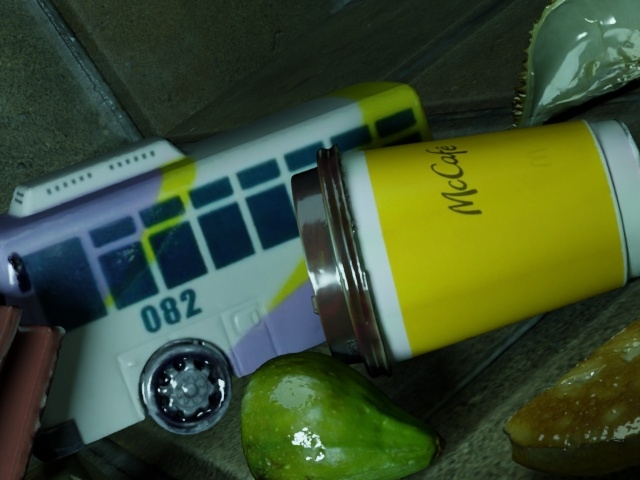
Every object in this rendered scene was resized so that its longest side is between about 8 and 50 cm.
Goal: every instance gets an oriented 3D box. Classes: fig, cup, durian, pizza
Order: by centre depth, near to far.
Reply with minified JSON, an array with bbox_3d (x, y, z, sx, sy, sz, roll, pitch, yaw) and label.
[{"bbox_3d":[0.208,0.106,0.827,0.175,0.046,0.134,-15,25,45],"label":"pizza"},{"bbox_3d":[0.018,0.142,0.960,0.156,0.123,0.123,-11,25,25],"label":"fig"},{"bbox_3d":[0.119,-0.004,1.025,0.280,0.196,0.196,-13,19,5],"label":"cup"},{"bbox_3d":[0.323,-0.213,1.491,0.252,0.144,0.139,-19,58,22],"label":"durian"}]

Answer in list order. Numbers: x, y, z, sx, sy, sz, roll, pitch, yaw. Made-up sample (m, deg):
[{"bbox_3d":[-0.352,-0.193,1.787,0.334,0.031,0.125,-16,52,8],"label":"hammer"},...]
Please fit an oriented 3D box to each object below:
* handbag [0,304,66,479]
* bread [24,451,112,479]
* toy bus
[{"bbox_3d":[-0.331,0.185,1.001,0.260,0.084,0.275,-7,59,44],"label":"handbag"},{"bbox_3d":[-0.267,0.282,1.095,0.210,0.109,0.192,-31,10,6],"label":"bread"},{"bbox_3d":[-0.102,0.015,1.192,0.440,0.249,0.209,-22,12,-16],"label":"toy bus"}]
